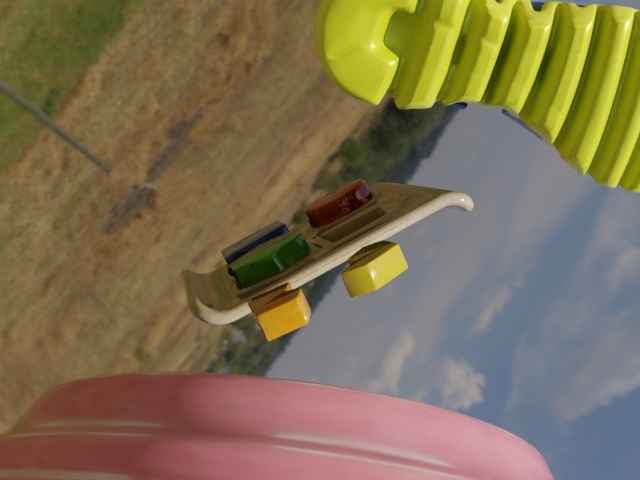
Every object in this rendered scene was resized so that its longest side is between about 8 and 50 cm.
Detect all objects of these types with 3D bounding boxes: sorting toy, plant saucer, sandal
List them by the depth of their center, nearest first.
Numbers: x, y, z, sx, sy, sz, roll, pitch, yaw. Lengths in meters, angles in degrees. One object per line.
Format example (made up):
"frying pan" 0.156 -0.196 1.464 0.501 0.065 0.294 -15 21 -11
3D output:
"plant saucer" -0.020 0.138 0.453 0.332 0.332 0.084 129 -29 -62
"sandal" 0.154 -0.134 0.677 0.138 0.318 0.126 -84 -164 -67
"sorting toy" 0.000 0.000 0.732 0.229 0.041 0.307 -24 -171 -7
